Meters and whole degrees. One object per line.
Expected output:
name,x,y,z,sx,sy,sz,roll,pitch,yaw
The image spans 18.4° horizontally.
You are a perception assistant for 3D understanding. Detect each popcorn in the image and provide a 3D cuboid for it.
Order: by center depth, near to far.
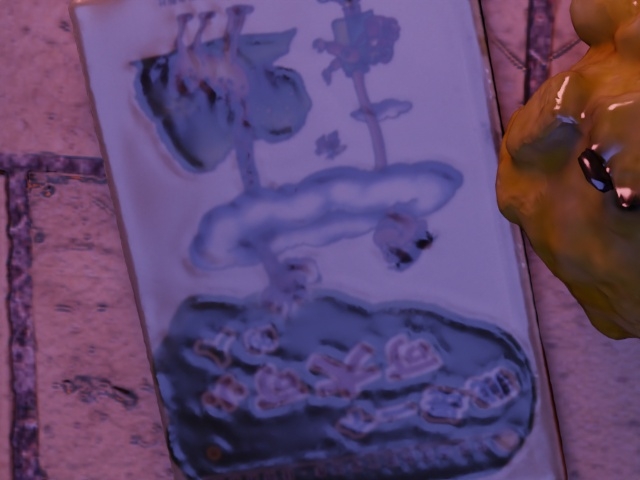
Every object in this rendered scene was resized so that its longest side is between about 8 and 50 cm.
popcorn,0.244,-0.038,1.137,0.286,0.215,0.252,7,110,12

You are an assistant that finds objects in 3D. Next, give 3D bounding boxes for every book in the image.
book,0.000,0.000,1.272,0.260,0.043,0.371,-10,100,11
